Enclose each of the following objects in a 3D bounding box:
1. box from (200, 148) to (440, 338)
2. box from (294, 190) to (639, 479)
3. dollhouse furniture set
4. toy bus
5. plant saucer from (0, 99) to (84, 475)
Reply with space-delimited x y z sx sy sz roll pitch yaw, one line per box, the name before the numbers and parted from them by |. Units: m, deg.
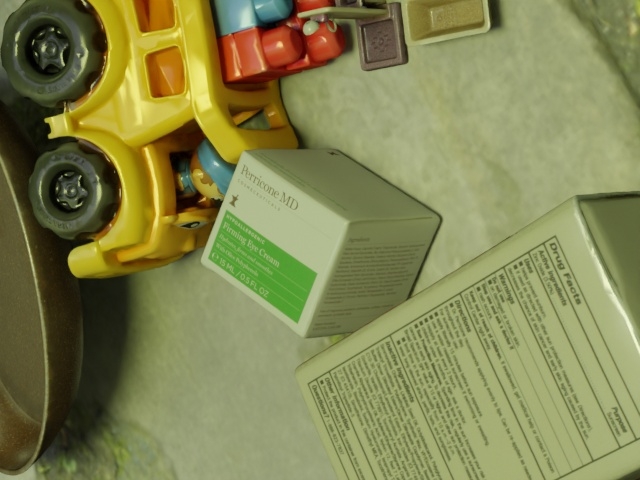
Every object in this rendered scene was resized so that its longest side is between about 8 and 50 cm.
box | 0.000 0.000 1.188 0.101 0.102 0.087 35 112 32
box | 0.124 0.087 1.081 0.232 0.127 0.148 -33 73 35
dollhouse furniture set | 0.043 -0.159 1.152 0.114 0.081 0.091 -7 90 39
toy bus | -0.083 -0.096 1.236 0.211 0.149 0.220 -9 90 23
plant saucer | -0.244 0.017 1.359 0.310 0.050 0.310 37 134 51
